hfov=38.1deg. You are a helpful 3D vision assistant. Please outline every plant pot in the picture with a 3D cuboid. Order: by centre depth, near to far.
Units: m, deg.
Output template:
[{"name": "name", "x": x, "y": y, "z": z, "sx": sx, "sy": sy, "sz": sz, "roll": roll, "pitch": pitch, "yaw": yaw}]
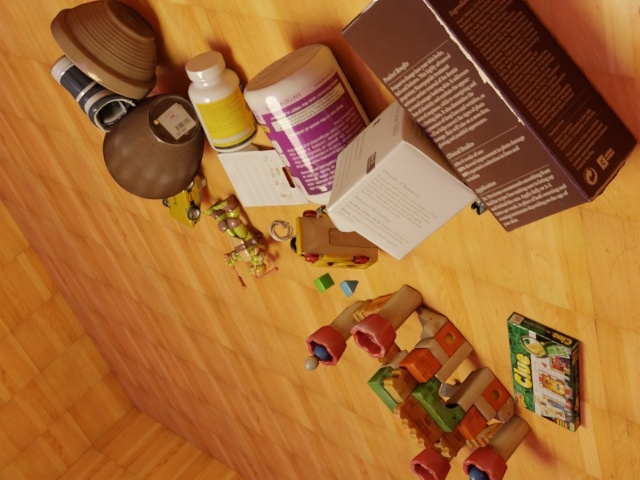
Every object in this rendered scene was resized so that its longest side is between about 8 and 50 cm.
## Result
[{"name": "plant pot", "x": -0.411, "y": -0.404, "z": 1.862, "sx": 0.237, "sy": 0.237, "sz": 0.110, "roll": 45, "pitch": 111, "yaw": 1}, {"name": "plant pot", "x": -0.326, "y": -0.215, "z": 1.923, "sx": 0.215, "sy": 0.215, "sz": 0.230, "roll": 49, "pitch": 156, "yaw": -6}]

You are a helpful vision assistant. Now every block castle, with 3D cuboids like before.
[{"name": "block castle", "x": 0.195, "y": 0.334, "z": 1.968, "sx": 0.453, "sy": 0.213, "sz": 0.303, "roll": 50, "pitch": 152, "yaw": -9}]

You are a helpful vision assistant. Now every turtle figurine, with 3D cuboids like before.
[{"name": "turtle figurine", "x": -0.178, "y": 0.002, "z": 2.172, "sx": 0.217, "sy": 0.087, "sz": 0.269, "roll": 59, "pitch": 159, "yaw": -10}]

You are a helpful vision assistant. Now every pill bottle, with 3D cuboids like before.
[{"name": "pill bottle", "x": 0.010, "y": -0.169, "z": 1.587, "sx": 0.169, "sy": 0.169, "sz": 0.301, "roll": 2, "pitch": 129, "yaw": 53}, {"name": "pill bottle", "x": -0.196, "y": -0.271, "z": 1.806, "sx": 0.103, "sy": 0.103, "sz": 0.184, "roll": 21, "pitch": 144, "yaw": 39}]

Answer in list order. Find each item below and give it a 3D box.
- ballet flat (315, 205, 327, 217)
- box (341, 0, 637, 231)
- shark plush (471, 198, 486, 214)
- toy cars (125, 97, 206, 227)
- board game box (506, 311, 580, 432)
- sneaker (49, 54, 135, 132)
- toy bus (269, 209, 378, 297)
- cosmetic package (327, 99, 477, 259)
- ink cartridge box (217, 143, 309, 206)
[{"name": "ballet flat", "x": 0.035, "y": -0.029, "z": 1.888, "sx": 0.114, "sy": 0.041, "sz": 0.041, "roll": 42, "pitch": 153, "yaw": 6}, {"name": "box", "x": 0.226, "y": -0.209, "z": 1.270, "sx": 0.381, "sy": 0.143, "sz": 0.191, "roll": 48, "pitch": 153, "yaw": -8}, {"name": "shark plush", "x": 0.280, "y": -0.066, "z": 1.482, "sx": 0.067, "sy": 0.073, "sz": 0.161, "roll": 15, "pitch": 147, "yaw": -6}, {"name": "toy cars", "x": -0.378, "y": -0.213, "z": 2.168, "sx": 0.393, "sy": 0.087, "sz": 0.176, "roll": 55, "pitch": 147, "yaw": -11}, {"name": "board game box", "x": 0.422, "y": 0.251, "z": 1.742, "sx": 0.136, "sy": 0.030, "sz": 0.259, "roll": 26, "pitch": 147, "yaw": 37}, {"name": "sneaker", "x": -0.431, "y": -0.309, "z": 1.932, "sx": 0.099, "sy": 0.282, "sz": 0.153, "roll": -44, "pitch": 83, "yaw": 18}, {"name": "toy bus", "x": 0.012, "y": 0.006, "z": 1.798, "sx": 0.202, "sy": 0.191, "sz": 0.104, "roll": 46, "pitch": 153, "yaw": -1}, {"name": "cosmetic package", "x": 0.130, "y": -0.101, "z": 1.427, "sx": 0.151, "sy": 0.151, "sz": 0.184, "roll": 33, "pitch": 128, "yaw": -19}, {"name": "ink cartridge box", "x": -0.115, "y": -0.142, "z": 1.960, "sx": 0.179, "sy": 0.045, "sz": 0.145, "roll": -2, "pitch": 128, "yaw": 32}]
